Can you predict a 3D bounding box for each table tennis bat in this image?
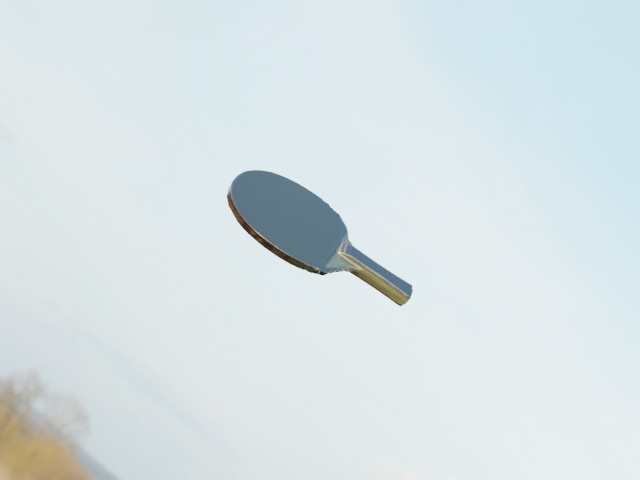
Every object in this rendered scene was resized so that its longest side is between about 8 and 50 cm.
[{"bbox_3d":[0.000,0.000,0.505,0.083,0.050,0.007,33,-59,-4],"label":"table tennis bat"}]
